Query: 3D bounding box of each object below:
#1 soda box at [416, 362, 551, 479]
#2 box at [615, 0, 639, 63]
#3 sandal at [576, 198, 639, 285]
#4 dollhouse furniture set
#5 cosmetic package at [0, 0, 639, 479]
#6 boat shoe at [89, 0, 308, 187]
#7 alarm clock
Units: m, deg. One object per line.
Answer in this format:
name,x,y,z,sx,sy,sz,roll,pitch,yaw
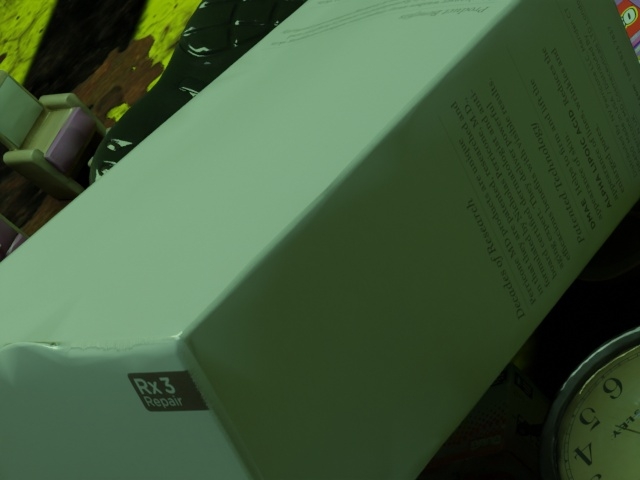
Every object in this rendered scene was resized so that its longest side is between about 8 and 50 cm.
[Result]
soda box,0.049,0.131,0.949,0.183,0.058,0.063,-19,42,34
box,0.312,-0.164,0.971,0.293,0.057,0.201,-42,34,7
sandal,0.153,-0.019,1.001,0.180,0.049,0.072,17,68,54
dollhouse furniture set,-0.233,-0.037,1.313,0.303,0.198,0.286,0,54,47
cosmetic package,0.000,0.000,0.869,0.217,0.156,0.385,-3,34,46
boat shoe,-0.058,-0.103,1.245,0.122,0.120,0.324,28,61,24
alarm clock,0.187,0.115,0.806,0.129,0.064,0.192,-41,34,1
